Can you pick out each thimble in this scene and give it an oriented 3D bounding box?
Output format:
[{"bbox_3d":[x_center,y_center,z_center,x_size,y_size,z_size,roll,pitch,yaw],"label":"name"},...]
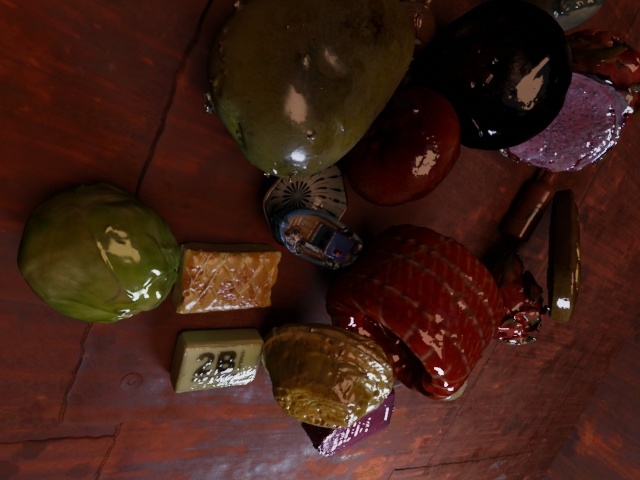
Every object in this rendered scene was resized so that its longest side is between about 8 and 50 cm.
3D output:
[{"bbox_3d":[0.192,0.151,0.880,0.230,0.350,0.350,-45,128,-22],"label":"thimble"}]

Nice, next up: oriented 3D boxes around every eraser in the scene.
[{"bbox_3d":[-0.212,0.245,0.845,0.172,0.058,0.117,6,108,-34],"label":"eraser"}]

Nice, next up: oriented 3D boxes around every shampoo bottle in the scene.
[{"bbox_3d":[0.621,-0.116,1.188,0.085,0.085,0.244,21,98,-37],"label":"shampoo bottle"}]

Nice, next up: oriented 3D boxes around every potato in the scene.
[{"bbox_3d":[-0.011,-0.274,0.637,0.359,0.219,0.269,-49,122,-16],"label":"potato"}]

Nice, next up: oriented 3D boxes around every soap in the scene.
[{"bbox_3d":[0.073,0.479,1.110,0.250,0.099,0.162,-16,126,-25],"label":"soap"}]

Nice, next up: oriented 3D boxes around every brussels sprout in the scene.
[{"bbox_3d":[-0.322,0.024,0.609,0.223,0.161,0.223,-8,109,-25],"label":"brussels sprout"}]

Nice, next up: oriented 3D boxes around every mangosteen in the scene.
[{"bbox_3d":[0.336,-0.300,0.792,0.233,0.287,0.287,-46,128,3],"label":"mangosteen"}]

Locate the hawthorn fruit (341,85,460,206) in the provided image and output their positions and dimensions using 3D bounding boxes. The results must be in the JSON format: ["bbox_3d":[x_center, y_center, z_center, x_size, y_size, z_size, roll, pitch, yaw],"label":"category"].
[{"bbox_3d":[0.165,-0.179,0.807,0.230,0.210,0.266,-51,163,19],"label":"hawthorn fruit"}]

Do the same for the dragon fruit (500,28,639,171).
[{"bbox_3d":[0.601,-0.337,0.958,0.263,0.314,0.296,-48,138,-25],"label":"dragon fruit"}]

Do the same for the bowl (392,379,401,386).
[{"bbox_3d":[0.200,0.295,1.109,0.189,0.086,0.188,-13,116,-28],"label":"bowl"}]

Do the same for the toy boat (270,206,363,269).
[{"bbox_3d":[0.000,0.000,0.760,0.223,0.097,0.100,24,96,-44],"label":"toy boat"}]

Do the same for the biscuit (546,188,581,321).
[{"bbox_3d":[0.716,0.050,1.200,0.350,0.070,0.394,52,47,-53],"label":"biscuit"}]

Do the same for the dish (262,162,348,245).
[{"bbox_3d":[-0.039,-0.080,0.797,0.191,0.066,0.190,-18,124,-29],"label":"dish"}]

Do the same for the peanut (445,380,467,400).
[{"bbox_3d":[0.365,0.352,1.200,0.159,0.143,0.291,-35,129,-44],"label":"peanut"}]

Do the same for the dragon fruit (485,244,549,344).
[{"bbox_3d":[0.550,0.159,1.202,0.234,0.234,0.292,7,87,-34],"label":"dragon fruit"}]

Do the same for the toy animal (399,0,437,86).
[{"bbox_3d":[0.156,-0.390,0.770,0.188,0.089,0.179,-6,128,-42],"label":"toy animal"}]

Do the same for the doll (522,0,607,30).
[{"bbox_3d":[0.434,-0.583,0.770,0.247,0.247,0.349,-30,128,-17],"label":"doll"}]

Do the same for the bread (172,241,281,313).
[{"bbox_3d":[-0.176,0.068,0.779,0.189,0.068,0.125,2,110,-33],"label":"bread"}]

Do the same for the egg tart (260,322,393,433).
[{"bbox_3d":[-0.001,0.299,0.858,0.128,0.319,0.318,-65,143,-47],"label":"egg tart"}]
